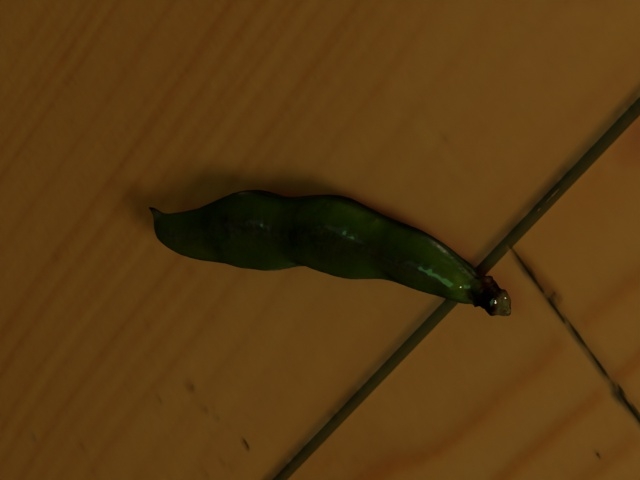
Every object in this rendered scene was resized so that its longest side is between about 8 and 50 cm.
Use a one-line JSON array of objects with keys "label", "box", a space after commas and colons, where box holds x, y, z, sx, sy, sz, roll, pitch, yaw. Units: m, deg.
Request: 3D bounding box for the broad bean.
[{"label": "broad bean", "box": [0.000, -0.001, 1.189, 0.297, 0.043, 0.060, 9, 111, 39]}]
